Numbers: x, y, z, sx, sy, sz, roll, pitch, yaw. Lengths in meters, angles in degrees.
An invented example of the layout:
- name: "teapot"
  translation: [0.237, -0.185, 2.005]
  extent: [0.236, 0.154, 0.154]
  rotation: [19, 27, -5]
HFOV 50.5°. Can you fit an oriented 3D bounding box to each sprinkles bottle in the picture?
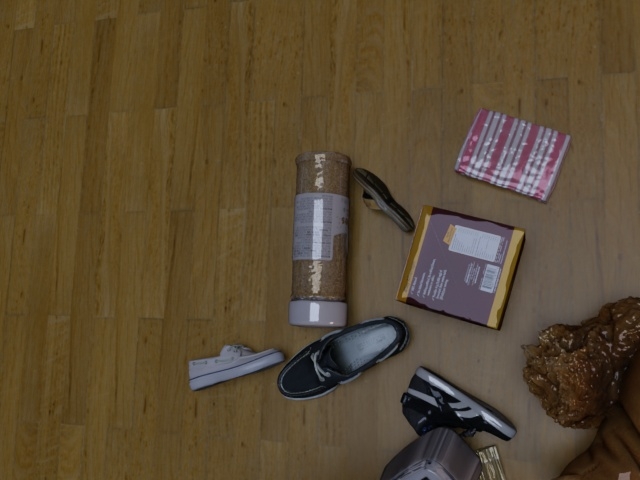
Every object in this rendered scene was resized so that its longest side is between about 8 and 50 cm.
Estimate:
- name: "sprinkles bottle"
  translation: [0.000, 0.000, 1.397]
  extent: [0.121, 0.121, 0.355]
  rotation: [-1, 81, 17]

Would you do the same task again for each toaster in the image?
- name: "toaster"
  translation: [0.194, 0.438, 1.218]
  extent: [0.129, 0.146, 0.227]
  rotation: [48, 115, 5]

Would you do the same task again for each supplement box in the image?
- name: "supplement box"
  translation: [0.271, 0.054, 1.301]
  extent: [0.194, 0.129, 0.191]
  rotation: [16, 87, 19]

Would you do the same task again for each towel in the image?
- name: "towel"
  translation: [0.383, -0.171, 1.358]
  extent: [0.197, 0.029, 0.144]
  rotation: [22, 88, 17]

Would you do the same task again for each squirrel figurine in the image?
- name: "squirrel figurine"
  translation: [0.524, 0.308, 1.150]
  extent: [0.370, 0.281, 0.397]
  rotation: [-48, 57, 16]

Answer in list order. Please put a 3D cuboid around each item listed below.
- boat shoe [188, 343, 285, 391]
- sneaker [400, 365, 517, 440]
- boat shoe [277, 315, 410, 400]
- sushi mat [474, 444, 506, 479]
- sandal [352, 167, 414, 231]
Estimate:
- name: "boat shoe"
  translation: [-0.187, 0.255, 1.435]
  extent: [0.226, 0.083, 0.075]
  rotation: [-20, 77, 14]
- name: "sneaker"
  translation: [0.253, 0.346, 1.295]
  extent: [0.217, 0.079, 0.121]
  rotation: [31, 95, 27]
- name: "boat shoe"
  translation: [0.034, 0.233, 1.366]
  extent: [0.302, 0.091, 0.114]
  rotation: [-32, 74, 10]
- name: "sushi mat"
  translation: [0.304, 0.559, 1.270]
  extent: [0.151, 0.019, 0.316]
  rotation: [-18, 76, 15]
- name: "sandal"
  translation: [0.122, -0.079, 1.409]
  extent: [0.180, 0.072, 0.049]
  rotation: [50, 119, 13]
